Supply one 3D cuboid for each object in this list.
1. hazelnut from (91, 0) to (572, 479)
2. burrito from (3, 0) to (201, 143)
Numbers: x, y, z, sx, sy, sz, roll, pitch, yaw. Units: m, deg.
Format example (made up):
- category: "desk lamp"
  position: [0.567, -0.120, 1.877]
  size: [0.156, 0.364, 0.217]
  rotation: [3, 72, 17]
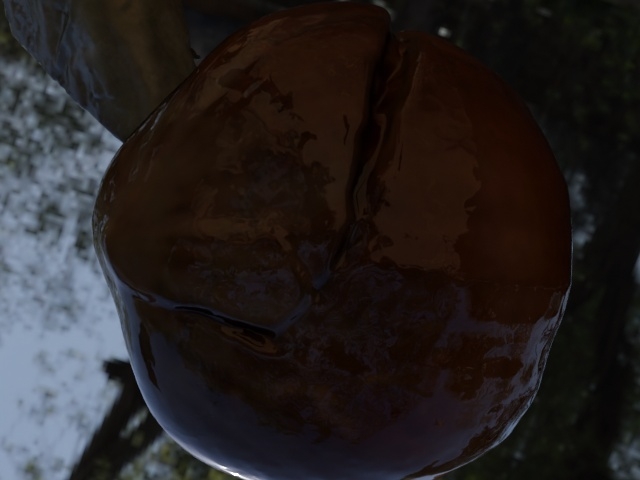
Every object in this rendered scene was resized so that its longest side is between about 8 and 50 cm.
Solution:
- category: "hazelnut"
  position: [0.000, 0.000, 0.575]
  size: [0.182, 0.182, 0.182]
  rotation: [19, -165, -5]
- category: "burrito"
  position: [-0.167, -0.215, 1.016]
  size: [0.107, 0.347, 0.175]
  rotation: [-26, -166, -20]
